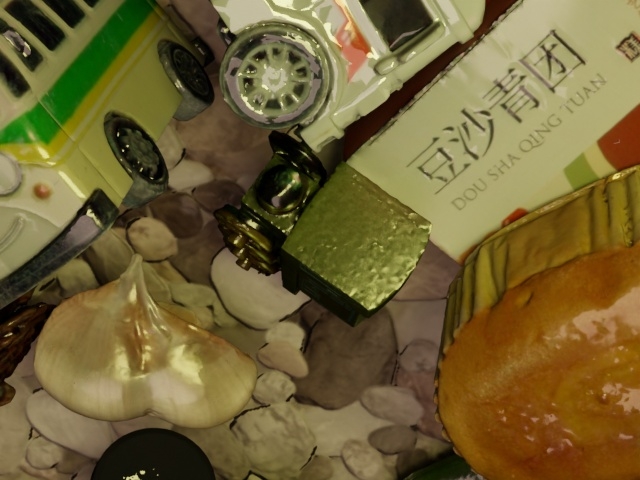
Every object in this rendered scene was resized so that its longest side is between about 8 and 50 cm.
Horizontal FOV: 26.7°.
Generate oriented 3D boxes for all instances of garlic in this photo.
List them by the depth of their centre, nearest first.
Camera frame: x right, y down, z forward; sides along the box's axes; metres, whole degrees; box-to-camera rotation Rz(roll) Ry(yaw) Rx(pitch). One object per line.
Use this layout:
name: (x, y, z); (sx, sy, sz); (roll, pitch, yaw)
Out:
garlic: (-0.135, 0.090, 1.073); (0.175, 0.124, 0.099); (14, 153, -3)

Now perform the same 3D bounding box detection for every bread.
bread: (0.195, 0.068, 0.898); (0.250, 0.133, 0.179); (-25, 110, 20)

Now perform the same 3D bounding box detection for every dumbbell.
dumbbell: (-0.151, 0.223, 1.129); (0.100, 0.100, 0.191); (23, 156, -7)

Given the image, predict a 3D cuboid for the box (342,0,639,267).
box: (0.273, -0.065, 0.957); (0.385, 0.122, 0.344); (40, 116, -15)

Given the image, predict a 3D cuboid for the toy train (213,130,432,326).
toy train: (0.000, 0.000, 0.977); (0.137, 0.225, 0.090); (35, 83, 5)

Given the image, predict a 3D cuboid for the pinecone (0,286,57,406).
pinecone: (-0.316, 0.061, 1.058); (0.208, 0.207, 0.207); (3, 119, 5)

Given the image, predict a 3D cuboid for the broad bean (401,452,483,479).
broad bean: (0.147, 0.236, 1.181); (0.292, 0.049, 0.144); (-10, 119, 11)

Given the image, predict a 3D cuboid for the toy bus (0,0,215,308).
toy bus: (-0.193, -0.093, 0.890); (0.143, 0.305, 0.179); (-31, 109, 21)

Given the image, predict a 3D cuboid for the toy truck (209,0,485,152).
toy truck: (-0.040, -0.264, 0.853); (0.207, 0.173, 0.387); (-30, 109, 11)
